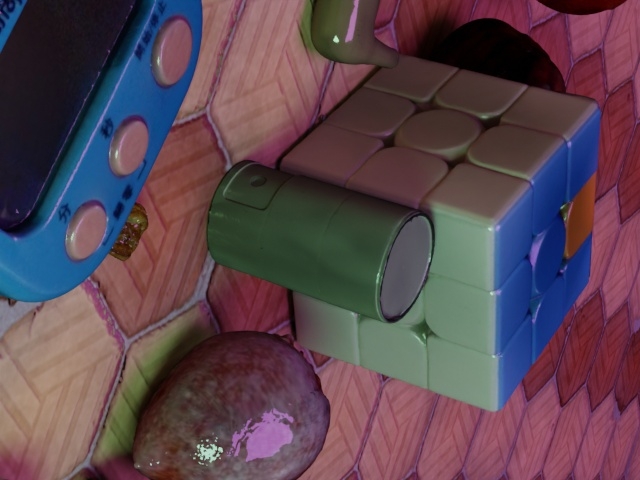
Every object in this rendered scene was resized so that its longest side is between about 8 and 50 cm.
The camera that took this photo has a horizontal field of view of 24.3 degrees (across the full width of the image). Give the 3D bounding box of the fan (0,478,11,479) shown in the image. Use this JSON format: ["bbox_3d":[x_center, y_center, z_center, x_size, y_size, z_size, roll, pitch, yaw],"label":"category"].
[{"bbox_3d":[-0.335,0.279,1.319,0.244,0.074,0.130,15,103,-58],"label":"fan"}]

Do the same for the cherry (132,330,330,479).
[{"bbox_3d":[-0.103,0.201,1.606,0.250,0.175,0.192,-17,148,-43],"label":"cherry"}]

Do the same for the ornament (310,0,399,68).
[{"bbox_3d":[0.041,-0.316,1.686,0.245,0.061,0.230,-2,105,-65],"label":"ornament"}]

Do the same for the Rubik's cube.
[{"bbox_3d":[0.153,-0.017,1.818,0.291,0.291,0.290,-48,144,-41],"label":"Rubik's cube"}]

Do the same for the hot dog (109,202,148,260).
[{"bbox_3d":[-0.196,-0.013,1.442,0.058,0.035,0.083,-66,153,-5],"label":"hot dog"}]

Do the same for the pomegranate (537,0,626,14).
[{"bbox_3d":[0.369,-0.431,2.082,0.210,0.210,0.235,-20,124,-58],"label":"pomegranate"}]

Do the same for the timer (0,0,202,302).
[{"bbox_3d":[-0.233,-0.134,1.213,0.340,0.115,0.309,-66,153,-13],"label":"timer"}]

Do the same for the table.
[{"bbox_3d":[0.000,0.000,1.616,0.126,0.220,0.126,-40,138,-47],"label":"table"}]

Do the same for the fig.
[{"bbox_3d":[0.201,-0.172,1.978,0.249,0.203,0.186,-41,117,9],"label":"fig"}]

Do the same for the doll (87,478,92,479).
[{"bbox_3d":[-0.192,0.318,1.567,0.180,0.110,0.107,55,12,-56],"label":"doll"}]
